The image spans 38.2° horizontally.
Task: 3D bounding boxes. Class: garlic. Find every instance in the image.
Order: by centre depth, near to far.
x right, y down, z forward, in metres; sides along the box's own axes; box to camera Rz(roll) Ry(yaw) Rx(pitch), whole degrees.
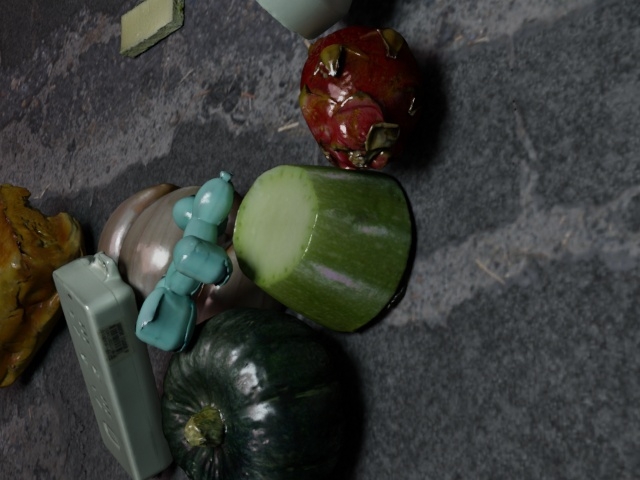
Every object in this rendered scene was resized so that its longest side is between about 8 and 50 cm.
[{"bbox_3d":[-0.153,0.028,1.045,0.214,0.160,0.191,22,104,54],"label":"garlic"}]

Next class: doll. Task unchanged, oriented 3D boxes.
[{"bbox_3d":[-0.124,0.011,0.905,0.159,0.059,0.159,-60,18,22],"label":"doll"}]

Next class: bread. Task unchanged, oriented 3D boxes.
[{"bbox_3d":[-0.248,-0.322,1.356,0.153,0.028,0.068,-17,68,47],"label":"bread"},{"bbox_3d":[-0.485,0.080,1.456,0.344,0.148,0.195,-50,57,30],"label":"bread"}]

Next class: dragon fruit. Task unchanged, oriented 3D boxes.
[{"bbox_3d":[0.028,-0.156,0.911,0.125,0.125,0.246,-38,27,6],"label":"dragon fruit"}]

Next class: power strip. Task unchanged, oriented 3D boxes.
[{"bbox_3d":[-0.234,0.161,1.072,0.098,0.058,0.338,33,141,41],"label":"power strip"}]

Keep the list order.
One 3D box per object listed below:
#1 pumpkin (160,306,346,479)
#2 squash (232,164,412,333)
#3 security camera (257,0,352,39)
[{"bbox_3d":[-0.071,0.169,0.911,0.211,0.152,0.212,-9,78,53],"label":"pumpkin"},{"bbox_3d":[0.000,0.000,0.902,0.170,0.122,0.170,-17,65,42],"label":"squash"},{"bbox_3d":[0.014,-0.336,0.885,0.236,0.194,0.195,-42,49,17],"label":"security camera"}]
